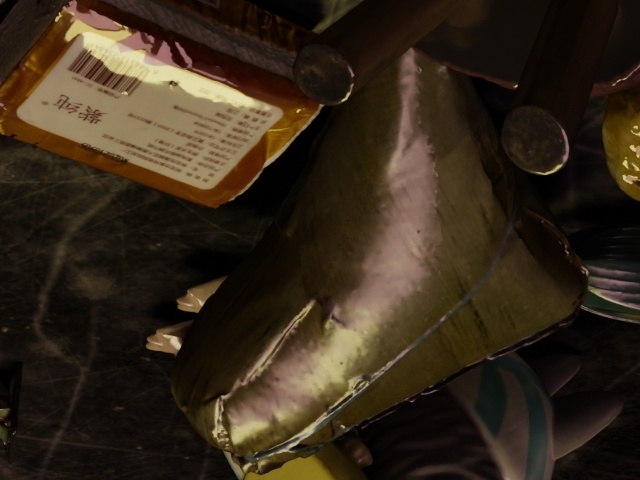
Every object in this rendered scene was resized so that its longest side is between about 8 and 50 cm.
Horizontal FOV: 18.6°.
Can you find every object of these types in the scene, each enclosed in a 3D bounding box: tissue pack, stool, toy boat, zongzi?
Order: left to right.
[{"bbox_3d":[-0.132,-0.122,1.506,0.226,0.092,0.183,18,143,-28],"label":"tissue pack"},{"bbox_3d":[0.000,0.000,1.561,0.356,0.174,0.393,-31,139,2],"label":"zongzi"},{"bbox_3d":[0.110,-0.187,1.221,0.272,0.178,0.272,18,127,25],"label":"stool"},{"bbox_3d":[0.317,0.031,1.745,0.246,0.093,0.103,4,169,-6],"label":"toy boat"}]

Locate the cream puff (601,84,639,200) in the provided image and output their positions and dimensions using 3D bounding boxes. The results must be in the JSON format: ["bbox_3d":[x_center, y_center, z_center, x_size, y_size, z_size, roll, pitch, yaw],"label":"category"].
[{"bbox_3d":[0.369,-0.132,1.363,0.323,0.274,0.270,-13,114,51],"label":"cream puff"}]

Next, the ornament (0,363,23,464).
[{"bbox_3d":[-0.398,0.163,1.963,0.203,0.088,0.081,11,145,-14],"label":"ornament"}]

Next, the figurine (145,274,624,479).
[{"bbox_3d":[0.083,0.169,1.885,0.377,0.361,0.266,-21,165,-34],"label":"figurine"}]

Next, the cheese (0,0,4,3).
[{"bbox_3d":[-0.348,-0.142,1.492,0.163,0.082,0.286,27,136,-37],"label":"cheese"}]
